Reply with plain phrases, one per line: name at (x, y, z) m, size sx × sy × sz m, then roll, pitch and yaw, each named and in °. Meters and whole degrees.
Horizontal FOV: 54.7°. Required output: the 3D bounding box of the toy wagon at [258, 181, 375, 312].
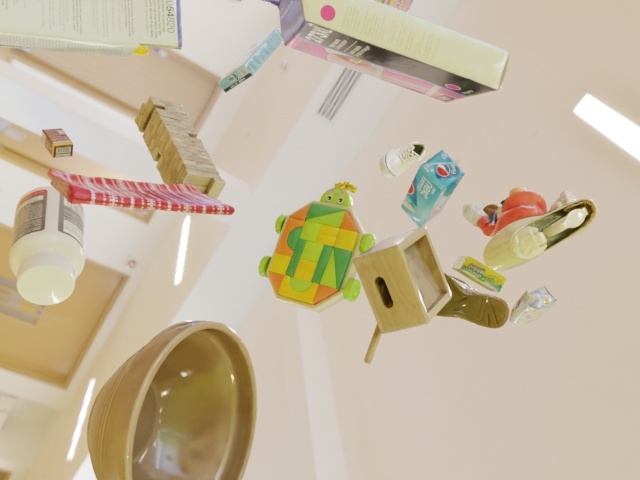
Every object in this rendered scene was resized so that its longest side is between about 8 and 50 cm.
toy wagon at (0.000, 0.000, 1.537) m, size 0.267 × 0.068 × 0.344 m, roll 13°, pitch -104°, yaw 27°

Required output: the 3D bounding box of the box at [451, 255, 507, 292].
box at (0.373, 0.078, 1.460) m, size 0.043 × 0.105 × 0.179 m, roll -59°, pitch 176°, yaw 3°

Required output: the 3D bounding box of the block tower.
block tower at (-0.338, -0.212, 1.455) m, size 0.091 × 0.097 × 0.335 m, roll -56°, pitch -130°, yaw 27°

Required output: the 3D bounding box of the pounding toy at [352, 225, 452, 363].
pounding toy at (0.104, 0.073, 0.849) m, size 0.100 × 0.141 × 0.130 m, roll -19°, pitch -176°, yaw 32°

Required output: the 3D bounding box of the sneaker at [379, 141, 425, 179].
sneaker at (0.279, -0.284, 2.089) m, size 0.091 × 0.094 × 0.258 m, roll -26°, pitch -169°, yaw 37°

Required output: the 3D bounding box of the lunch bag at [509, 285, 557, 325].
lunch bag at (0.438, 0.138, 1.292) m, size 0.053 × 0.083 × 0.071 m, roll 54°, pitch -35°, yaw 26°

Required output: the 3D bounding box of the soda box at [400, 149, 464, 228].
soda box at (0.238, -0.106, 1.339) m, size 0.067 × 0.071 × 0.210 m, roll -35°, pitch 166°, yaw -16°

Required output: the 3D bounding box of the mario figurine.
mario figurine at (0.447, -0.073, 1.404) m, size 0.198 × 0.170 × 0.320 m, roll -44°, pitch 177°, yaw 10°

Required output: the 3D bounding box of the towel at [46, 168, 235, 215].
towel at (-0.310, -0.081, 1.060) m, size 0.199 × 0.275 × 0.031 m, roll 25°, pitch -72°, yaw 55°

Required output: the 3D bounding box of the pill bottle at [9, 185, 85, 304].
pill bottle at (-0.704, 0.013, 1.603) m, size 0.176 × 0.176 × 0.318 m, roll -55°, pitch -144°, yaw 24°

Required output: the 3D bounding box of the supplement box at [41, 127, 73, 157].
supplement box at (-0.708, -0.263, 1.663) m, size 0.083 × 0.055 × 0.043 m, roll 46°, pitch -49°, yaw 31°

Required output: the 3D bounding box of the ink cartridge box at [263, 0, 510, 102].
ink cartridge box at (0.064, -0.290, 0.886) m, size 0.176 × 0.371 × 0.069 m, roll -150°, pitch -102°, yaw -76°

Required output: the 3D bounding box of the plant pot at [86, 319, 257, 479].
plant pot at (-0.173, 0.203, 0.681) m, size 0.110 × 0.237 × 0.237 m, roll 2°, pitch -118°, yaw 24°

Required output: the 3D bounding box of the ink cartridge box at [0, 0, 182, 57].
ink cartridge box at (-0.284, -0.333, 0.735) m, size 0.045 × 0.224 × 0.223 m, roll 162°, pitch -74°, yaw -67°

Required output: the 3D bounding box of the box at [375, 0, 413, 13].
box at (0.137, -0.581, 1.628) m, size 0.243 × 0.117 × 0.213 m, roll -44°, pitch 162°, yaw -57°

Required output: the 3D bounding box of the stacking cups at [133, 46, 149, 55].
stacking cups at (-0.420, -0.612, 1.493) m, size 0.096 × 0.096 × 0.316 m, roll -101°, pitch -148°, yaw -57°

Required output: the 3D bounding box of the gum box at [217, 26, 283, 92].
gum box at (-0.199, -0.521, 1.787) m, size 0.157 × 0.041 × 0.184 m, roll -11°, pitch -142°, yaw 53°

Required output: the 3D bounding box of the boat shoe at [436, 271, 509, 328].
boat shoe at (0.365, 0.157, 1.772) m, size 0.123 × 0.342 × 0.123 m, roll -147°, pitch -105°, yaw -83°

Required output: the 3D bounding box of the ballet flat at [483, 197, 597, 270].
ballet flat at (0.435, -0.015, 1.210) m, size 0.248 × 0.086 × 0.086 m, roll -27°, pitch -162°, yaw -11°
